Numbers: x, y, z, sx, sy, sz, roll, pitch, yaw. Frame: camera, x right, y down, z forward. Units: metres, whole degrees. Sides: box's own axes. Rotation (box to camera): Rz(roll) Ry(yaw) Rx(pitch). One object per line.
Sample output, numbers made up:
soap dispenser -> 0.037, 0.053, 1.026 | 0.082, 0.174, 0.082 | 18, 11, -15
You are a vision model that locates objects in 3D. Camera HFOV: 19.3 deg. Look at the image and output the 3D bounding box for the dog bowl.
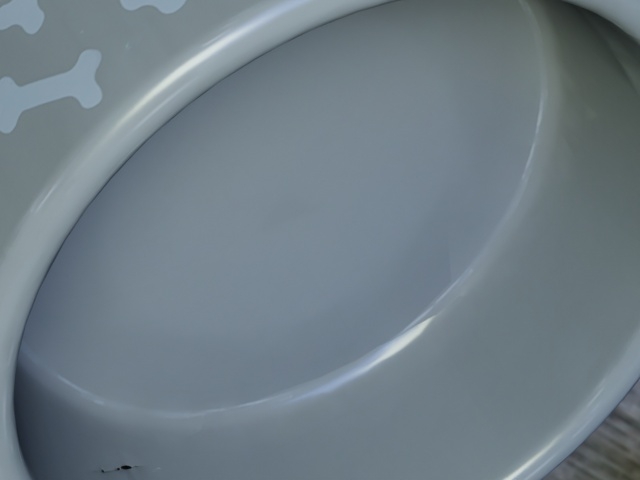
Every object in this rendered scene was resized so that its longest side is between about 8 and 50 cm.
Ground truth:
dog bowl -> 0.000, 0.000, 0.715 | 0.348, 0.102, 0.349 | -18, 134, -19
